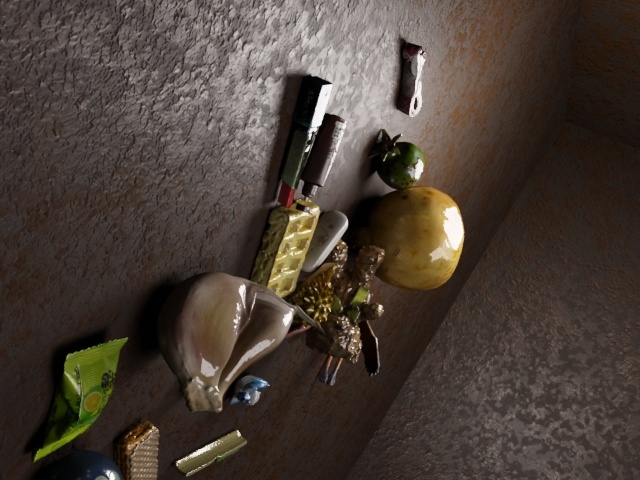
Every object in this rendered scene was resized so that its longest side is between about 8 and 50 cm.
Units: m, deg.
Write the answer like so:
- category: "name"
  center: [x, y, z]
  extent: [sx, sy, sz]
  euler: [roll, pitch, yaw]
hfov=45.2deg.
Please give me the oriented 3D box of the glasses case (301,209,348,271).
- category: "glasses case"
  center: [0.000, 0.000, 2.023]
  extent: [0.193, 0.074, 0.049]
  euler: [-52, 155, -23]

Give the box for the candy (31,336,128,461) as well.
- category: "candy"
  center: [-0.444, 0.294, 1.424]
  extent: [0.149, 0.069, 0.246]
  euler: [-17, 132, -62]

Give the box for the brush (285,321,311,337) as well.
- category: "brush"
  center: [-0.033, 0.234, 2.247]
  extent: [0.233, 0.047, 0.103]
  euler: [-19, 130, -55]

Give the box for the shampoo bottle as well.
- category: "shampoo bottle"
  center: [-0.003, -0.179, 1.805]
  extent: [0.236, 0.068, 0.067]
  euler: [-69, -163, 1]

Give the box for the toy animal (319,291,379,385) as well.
- category: "toy animal"
  center: [0.105, 0.308, 2.527]
  extent: [0.284, 0.225, 0.302]
  euler: [113, 2, -64]

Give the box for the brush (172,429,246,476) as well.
- category: "brush"
  center: [-0.296, 0.575, 2.063]
  extent: [0.048, 0.054, 0.282]
  euler: [-56, 160, 19]

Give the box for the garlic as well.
- category: "garlic"
  center: [-0.189, 0.164, 1.609]
  extent: [0.340, 0.246, 0.231]
  euler: [-29, 132, -28]

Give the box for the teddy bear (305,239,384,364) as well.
- category: "teddy bear"
  center: [0.058, 0.168, 2.140]
  extent: [0.222, 0.246, 0.296]
  euler: [-83, -175, -49]

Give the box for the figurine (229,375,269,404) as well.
- category: "figurine"
  center: [-0.187, 0.402, 2.064]
  extent: [0.114, 0.079, 0.114]
  euler: [-31, 162, -12]

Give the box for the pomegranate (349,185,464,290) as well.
- category: "pomegranate"
  center: [0.256, -0.009, 2.284]
  extent: [0.342, 0.342, 0.342]
  euler: [-46, 152, -33]

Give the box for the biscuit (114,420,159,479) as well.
- category: "biscuit"
  center: [-0.426, 0.566, 1.775]
  extent: [0.094, 0.054, 0.378]
  euler: [-36, 145, -46]

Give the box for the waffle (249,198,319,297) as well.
- category: "waffle"
  center: [-0.091, 0.033, 1.890]
  extent: [0.168, 0.057, 0.274]
  euler: [-17, 130, -60]

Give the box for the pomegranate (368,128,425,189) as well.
- category: "pomegranate"
  center: [0.222, -0.221, 2.176]
  extent: [0.148, 0.148, 0.169]
  euler: [-61, 150, -4]

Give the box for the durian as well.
- category: "durian"
  center: [-0.027, 0.138, 1.997]
  extent: [0.078, 0.140, 0.224]
  euler: [-6, 137, -49]

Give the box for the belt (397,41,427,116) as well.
- category: "belt"
  center: [0.251, -0.441, 2.098]
  extent: [0.071, 0.053, 0.232]
  euler: [-39, 149, -28]

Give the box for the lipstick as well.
- category: "lipstick"
  center: [-0.047, -0.212, 1.727]
  extent: [0.051, 0.051, 0.312]
  euler: [-26, 140, -57]

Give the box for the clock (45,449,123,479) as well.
- category: "clock"
  center: [-0.484, 0.528, 1.500]
  extent: [0.243, 0.146, 0.199]
  euler: [-61, 163, 7]
